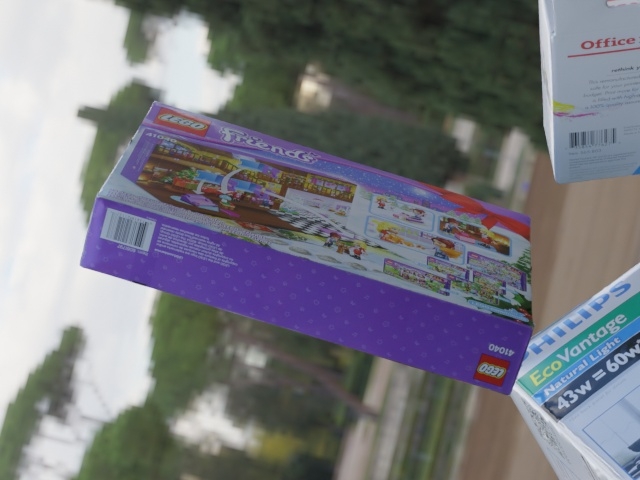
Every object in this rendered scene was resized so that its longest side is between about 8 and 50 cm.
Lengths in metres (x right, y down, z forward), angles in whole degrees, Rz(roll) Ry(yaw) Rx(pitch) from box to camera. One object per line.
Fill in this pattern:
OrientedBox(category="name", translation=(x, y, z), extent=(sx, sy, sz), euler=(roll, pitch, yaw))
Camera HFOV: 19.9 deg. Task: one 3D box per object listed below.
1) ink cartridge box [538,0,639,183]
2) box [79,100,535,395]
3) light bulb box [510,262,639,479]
OrientedBox(category="ink cartridge box", translation=(0.193, -0.120, 1.152), extent=(0.181, 0.104, 0.061), euler=(79, -176, -52))
OrientedBox(category="box", translation=(0.000, 0.000, 1.252), extent=(0.201, 0.293, 0.057), euler=(-74, 1, -67))
OrientedBox(category="light bulb box", translation=(0.410, 0.260, 1.903), extent=(0.358, 0.225, 0.361), euler=(58, 175, -27))
